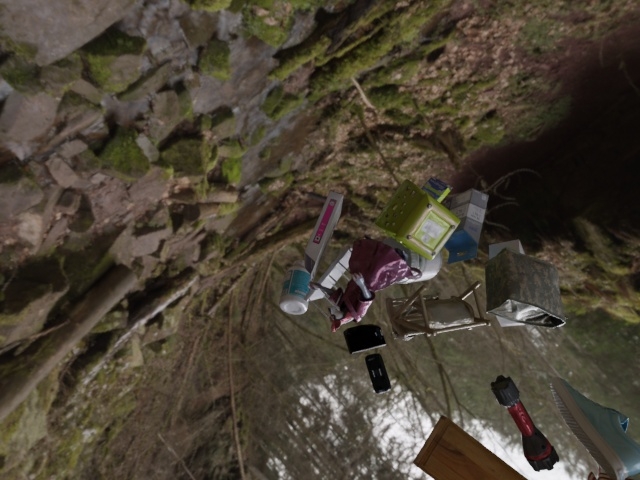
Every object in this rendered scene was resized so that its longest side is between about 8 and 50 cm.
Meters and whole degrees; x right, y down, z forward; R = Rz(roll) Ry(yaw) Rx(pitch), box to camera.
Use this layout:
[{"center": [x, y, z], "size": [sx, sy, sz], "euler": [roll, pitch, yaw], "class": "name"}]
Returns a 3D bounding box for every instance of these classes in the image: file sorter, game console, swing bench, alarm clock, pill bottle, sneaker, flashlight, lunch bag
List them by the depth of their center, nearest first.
[{"center": [0.892, 0.581, 1.420], "size": [0.149, 0.135, 0.366], "euler": [-21, -147, 3], "class": "sneaker"}, {"center": [0.671, 0.608, 1.465], "size": [0.103, 0.304, 0.103], "euler": [-31, -178, -23], "class": "flashlight"}, {"center": [0.412, 0.254, 1.579], "size": [0.252, 0.166, 0.254], "euler": [-3, 164, -24], "class": "swing bench"}, {"center": [0.790, 0.191, 1.688], "size": [0.169, 0.286, 0.236], "euler": [121, -16, -55], "class": "lunch bag"}, {"center": [0.108, 0.180, 1.766], "size": [0.278, 0.173, 0.192], "euler": [-51, 162, 12], "class": "file sorter"}, {"center": [-0.118, 0.232, 2.256], "size": [0.146, 0.146, 0.264], "euler": [-48, -156, 50], "class": "pill bottle"}, {"center": [0.263, 0.619, 2.317], "size": [0.212, 0.362, 0.044], "euler": [-7, 156, -23], "class": "game console"}, {"center": [0.428, 0.471, 2.329], "size": [0.192, 0.129, 0.064], "euler": [-19, 156, -45], "class": "alarm clock"}]

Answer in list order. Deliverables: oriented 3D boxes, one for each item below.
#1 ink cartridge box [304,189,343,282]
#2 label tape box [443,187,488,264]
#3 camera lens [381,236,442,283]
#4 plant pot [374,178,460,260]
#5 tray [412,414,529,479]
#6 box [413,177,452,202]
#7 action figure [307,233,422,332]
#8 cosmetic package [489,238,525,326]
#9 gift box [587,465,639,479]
[{"center": [0.000, 0.000, 1.744], "size": [0.176, 0.069, 0.371], "euler": [95, 14, -66], "class": "ink cartridge box"}, {"center": [0.701, -0.068, 2.224], "size": [0.240, 0.105, 0.334], "euler": [149, -39, -68], "class": "label tape box"}, {"center": [0.408, 0.082, 2.017], "size": [0.274, 0.220, 0.219], "euler": [-2, 146, -47], "class": "camera lens"}, {"center": [0.382, -0.070, 1.698], "size": [0.227, 0.228, 0.207], "euler": [-55, -156, 8], "class": "plant pot"}, {"center": [0.562, 0.846, 1.582], "size": [0.203, 0.410, 0.076], "euler": [-52, 173, -13], "class": "tray"}, {"center": [0.507, -0.208, 2.026], "size": [0.178, 0.109, 0.042], "euler": [-49, 143, -1], "class": "box"}, {"center": [0.142, 0.174, 1.571], "size": [0.248, 0.275, 0.370], "euler": [6, -119, 57], "class": "action figure"}, {"center": [0.895, 0.197, 2.085], "size": [0.155, 0.197, 0.366], "euler": [-14, -140, 33], "class": "cosmetic package"}, {"center": [0.972, 0.856, 1.360], "size": [0.257, 0.256, 0.276], "euler": [-1, -177, 29], "class": "gift box"}]
